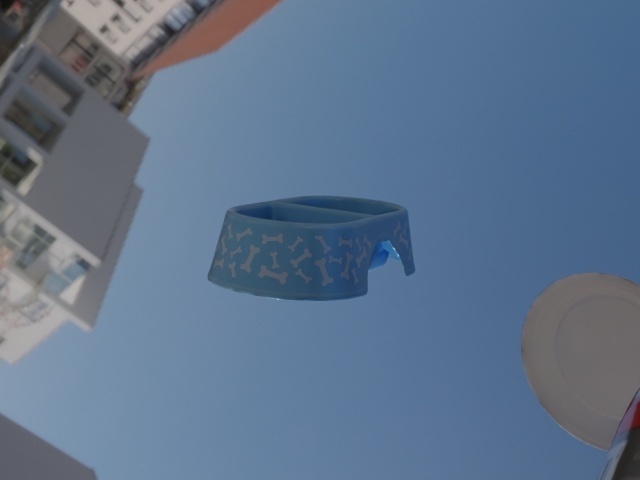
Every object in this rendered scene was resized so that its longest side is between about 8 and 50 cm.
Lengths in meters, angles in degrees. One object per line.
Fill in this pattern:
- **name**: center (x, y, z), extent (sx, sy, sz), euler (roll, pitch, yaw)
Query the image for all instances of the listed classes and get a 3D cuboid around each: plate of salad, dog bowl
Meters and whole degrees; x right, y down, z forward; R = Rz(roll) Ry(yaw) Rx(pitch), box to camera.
- **plate of salad**: center (0.306, 0.129, 0.941), extent (0.200, 0.200, 0.048), euler (-62, 177, -27)
- **dog bowl**: center (0.000, 0.000, 0.950), extent (0.166, 0.074, 0.297), euler (9, -169, 25)

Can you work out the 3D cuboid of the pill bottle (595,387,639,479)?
- **pill bottle**: center (0.151, 0.241, 0.308), extent (0.210, 0.210, 0.363), euler (-3, -129, 57)
